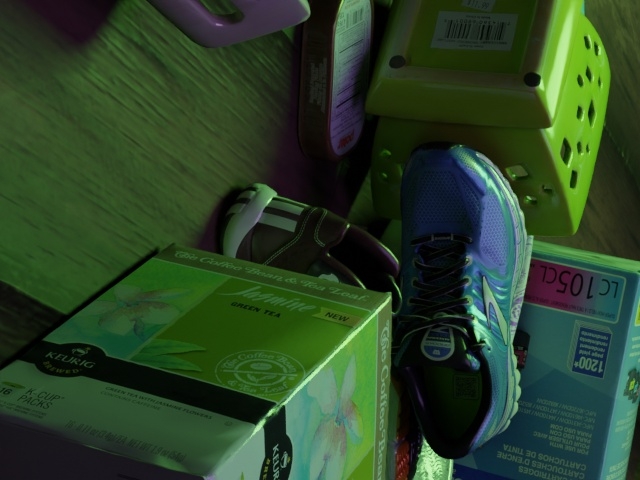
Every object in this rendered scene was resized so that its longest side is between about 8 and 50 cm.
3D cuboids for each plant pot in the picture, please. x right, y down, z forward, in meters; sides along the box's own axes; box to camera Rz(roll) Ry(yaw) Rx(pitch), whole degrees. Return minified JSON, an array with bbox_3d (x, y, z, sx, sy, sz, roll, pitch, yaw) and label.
[{"bbox_3d":[0.170,-0.158,1.858,0.207,0.228,0.227,72,30,-54],"label":"plant pot"}]

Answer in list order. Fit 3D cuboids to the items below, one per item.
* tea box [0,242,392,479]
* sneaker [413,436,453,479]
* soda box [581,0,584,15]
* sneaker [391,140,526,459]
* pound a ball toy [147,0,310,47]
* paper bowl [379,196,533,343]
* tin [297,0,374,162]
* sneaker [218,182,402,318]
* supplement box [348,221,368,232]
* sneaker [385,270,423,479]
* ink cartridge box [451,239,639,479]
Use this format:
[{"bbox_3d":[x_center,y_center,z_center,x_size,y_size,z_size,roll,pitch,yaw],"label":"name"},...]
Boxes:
[{"bbox_3d":[-0.104,0.224,1.441,0.323,0.220,0.329,-43,140,-55],"label":"tea box"},{"bbox_3d":[0.084,0.327,2.131,0.169,0.108,0.293,131,-37,-55],"label":"sneaker"},{"bbox_3d":[0.307,-0.292,2.360,0.210,0.067,0.071,79,32,-43],"label":"soda box"},{"bbox_3d":[0.136,0.065,1.773,0.147,0.129,0.330,-46,130,-68],"label":"sneaker"},{"bbox_3d":[-0.114,-0.277,1.315,0.319,0.135,0.208,37,42,-66],"label":"pound a ball toy"},{"bbox_3d":[0.136,0.070,2.012,0.284,0.148,0.284,14,90,-74],"label":"paper bowl"},{"bbox_3d":[0.016,-0.169,1.769,0.106,0.040,0.190,-33,132,-54],"label":"tin"},{"bbox_3d":[0.004,0.076,1.697,0.281,0.162,0.106,78,33,-45],"label":"sneaker"},{"bbox_3d":[0.000,0.000,1.782,0.098,0.062,0.036,-10,112,-66],"label":"supplement box"},{"bbox_3d":[0.036,0.154,1.858,0.099,0.121,0.263,-25,112,-69],"label":"sneaker"},{"bbox_3d":[0.254,0.201,2.226,0.151,0.270,0.396,-7,108,-65],"label":"ink cartridge box"}]
